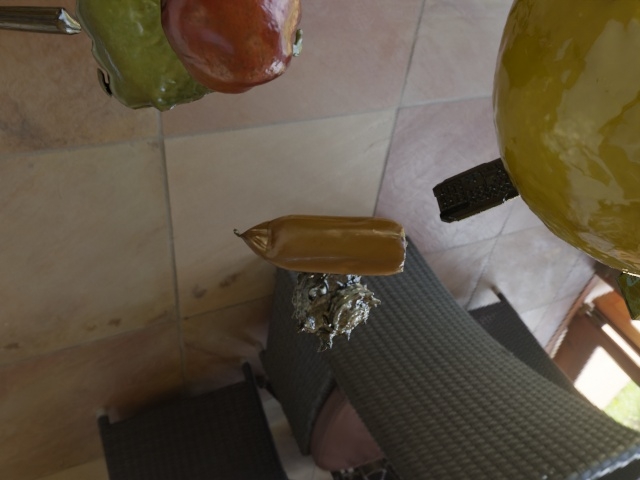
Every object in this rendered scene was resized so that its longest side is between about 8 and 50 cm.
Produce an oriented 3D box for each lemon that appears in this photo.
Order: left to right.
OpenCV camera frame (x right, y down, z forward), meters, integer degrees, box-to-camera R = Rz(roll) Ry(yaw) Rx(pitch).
[{"bbox_3d":[0.273,-0.105,0.373,0.296,0.297,0.297,-18,138,-17],"label":"lemon"}]

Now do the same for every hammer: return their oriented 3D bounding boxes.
[{"bbox_3d":[-0.686,-0.436,1.025,0.408,0.096,0.242,4,175,0],"label":"hammer"}]

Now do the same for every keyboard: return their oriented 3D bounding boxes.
[{"bbox_3d":[0.317,-0.108,0.873,0.262,0.106,0.016,-23,136,20],"label":"keyboard"}]

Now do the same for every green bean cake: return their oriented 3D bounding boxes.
[{"bbox_3d":[-0.210,-0.370,0.756,0.309,0.202,0.285,-22,124,-16],"label":"green bean cake"}]

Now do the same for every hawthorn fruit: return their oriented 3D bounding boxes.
[{"bbox_3d":[-0.079,-0.198,0.452,0.125,0.125,0.140,-32,134,-2],"label":"hawthorn fruit"}]

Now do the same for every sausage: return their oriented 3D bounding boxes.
[{"bbox_3d":[-0.001,0.006,0.988,0.327,0.112,0.112,3,137,7],"label":"sausage"}]

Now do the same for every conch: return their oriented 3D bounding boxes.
[{"bbox_3d":[0.043,0.143,1.369,0.240,0.186,0.313,-2,103,-10],"label":"conch"}]

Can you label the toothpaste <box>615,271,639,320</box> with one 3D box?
[{"bbox_3d":[0.440,-0.013,0.540,0.089,0.071,0.313,7,143,-4],"label":"toothpaste"}]
